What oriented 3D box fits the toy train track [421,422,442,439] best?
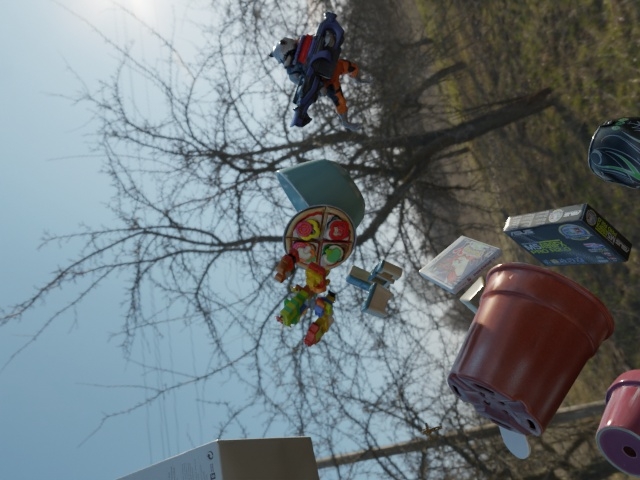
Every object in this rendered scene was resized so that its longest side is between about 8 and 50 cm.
[{"bbox_3d":[0.329,0.563,1.496,0.083,0.014,0.048,0,-114,-35],"label":"toy train track"}]

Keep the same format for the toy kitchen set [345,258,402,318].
[{"bbox_3d":[0.133,0.148,1.465,0.207,0.122,0.166,116,178,-66],"label":"toy kitchen set"}]

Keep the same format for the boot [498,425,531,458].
[{"bbox_3d":[0.531,0.498,1.390,0.086,0.069,0.189,7,-131,-42],"label":"boot"}]

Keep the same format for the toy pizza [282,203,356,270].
[{"bbox_3d":[0.000,0.000,1.345,0.032,0.201,0.201,-110,-5,-63],"label":"toy pizza"}]

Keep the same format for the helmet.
[{"bbox_3d":[0.752,-0.211,1.207,0.162,0.169,0.169,33,159,47],"label":"helmet"}]

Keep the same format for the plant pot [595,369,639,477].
[{"bbox_3d":[0.726,0.422,1.134,0.180,0.201,0.201,-26,-78,-32],"label":"plant pot"}]

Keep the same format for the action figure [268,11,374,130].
[{"bbox_3d":[-0.013,-0.443,1.443,0.330,0.179,0.341,31,-102,-34],"label":"action figure"}]

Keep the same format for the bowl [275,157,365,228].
[{"bbox_3d":[0.018,-0.124,1.513,0.311,0.163,0.311,52,174,8],"label":"bowl"}]

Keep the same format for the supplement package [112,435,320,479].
[{"bbox_3d":[-0.150,0.405,0.691,0.198,0.263,0.199,26,-138,-51],"label":"supplement package"}]

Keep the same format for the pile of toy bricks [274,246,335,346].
[{"bbox_3d":[-0.043,0.119,0.943,0.105,0.118,0.212,-48,-26,-28],"label":"pile of toy bricks"}]

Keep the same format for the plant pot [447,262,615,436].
[{"bbox_3d":[0.412,0.233,1.042,0.265,0.273,0.272,-52,-43,-21],"label":"plant pot"}]

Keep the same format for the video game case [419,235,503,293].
[{"bbox_3d":[0.407,0.066,1.484,0.023,0.183,0.201,53,174,-20],"label":"video game case"}]

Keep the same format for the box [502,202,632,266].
[{"bbox_3d":[0.712,-0.007,1.470,0.216,0.270,0.060,34,-110,-21],"label":"box"}]

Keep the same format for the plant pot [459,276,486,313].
[{"bbox_3d":[0.532,0.193,1.640,0.109,0.109,0.096,43,-172,10],"label":"plant pot"}]
